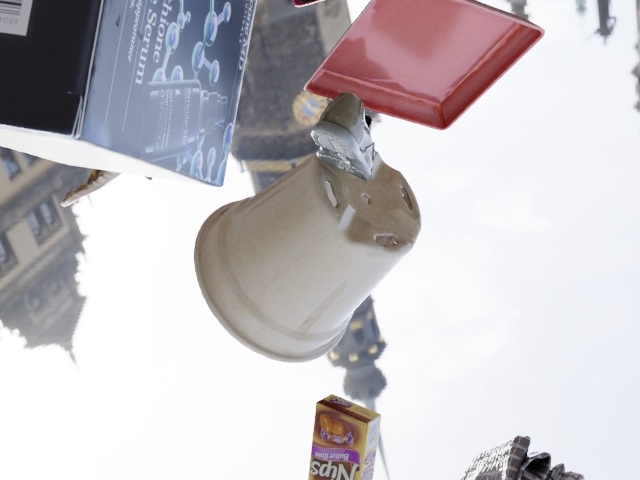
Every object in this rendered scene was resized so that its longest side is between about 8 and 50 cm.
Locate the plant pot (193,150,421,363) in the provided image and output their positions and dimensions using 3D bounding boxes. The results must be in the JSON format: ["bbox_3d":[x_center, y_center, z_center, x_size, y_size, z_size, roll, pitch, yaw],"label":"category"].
[{"bbox_3d":[0.000,0.000,1.677,0.305,0.334,0.334,-40,-172,42],"label":"plant pot"}]

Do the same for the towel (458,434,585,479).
[{"bbox_3d":[0.252,0.431,1.519,0.235,0.121,0.284,-42,172,-22],"label":"towel"}]

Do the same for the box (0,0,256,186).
[{"bbox_3d":[-0.229,-0.229,1.000,0.212,0.294,0.395,10,180,12],"label":"box"}]

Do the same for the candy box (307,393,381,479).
[{"bbox_3d":[0.039,0.375,1.689,0.109,0.187,0.053,17,-159,33],"label":"candy box"}]

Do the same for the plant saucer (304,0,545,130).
[{"bbox_3d":[0.144,-0.275,1.402,0.258,0.259,0.048,12,-123,-25],"label":"plant saucer"}]

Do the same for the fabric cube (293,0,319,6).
[{"bbox_3d":[0.067,-0.581,1.704,0.258,0.254,0.259,-24,-164,-17],"label":"fabric cube"}]

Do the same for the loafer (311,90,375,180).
[{"bbox_3d":[0.048,-0.156,1.453,0.094,0.087,0.251,25,175,7],"label":"loafer"}]

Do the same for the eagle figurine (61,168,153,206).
[{"bbox_3d":[-0.329,-0.227,1.390,0.226,0.298,0.225,-17,174,2],"label":"eagle figurine"}]
